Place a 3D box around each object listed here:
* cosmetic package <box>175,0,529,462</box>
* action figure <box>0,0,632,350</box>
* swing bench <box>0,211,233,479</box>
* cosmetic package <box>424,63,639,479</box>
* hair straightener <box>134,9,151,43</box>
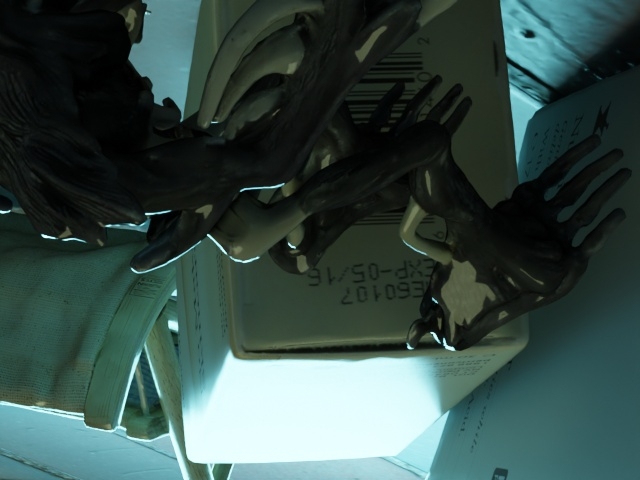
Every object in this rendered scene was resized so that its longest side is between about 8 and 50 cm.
[{"bbox_3d":[0.000,0.000,0.854,0.113,0.160,0.309,-2,166,-8],"label":"cosmetic package"},{"bbox_3d":[-0.029,-0.057,0.564,0.164,0.141,0.276,35,-172,38],"label":"action figure"},{"bbox_3d":[-0.186,0.068,1.289,0.253,0.165,0.254,10,157,19],"label":"swing bench"},{"bbox_3d":[0.169,0.046,0.720,0.156,0.217,0.385,18,172,-7],"label":"cosmetic package"},{"bbox_3d":[-0.112,-0.119,0.844,0.089,0.047,0.230,15,159,1],"label":"hair straightener"}]
